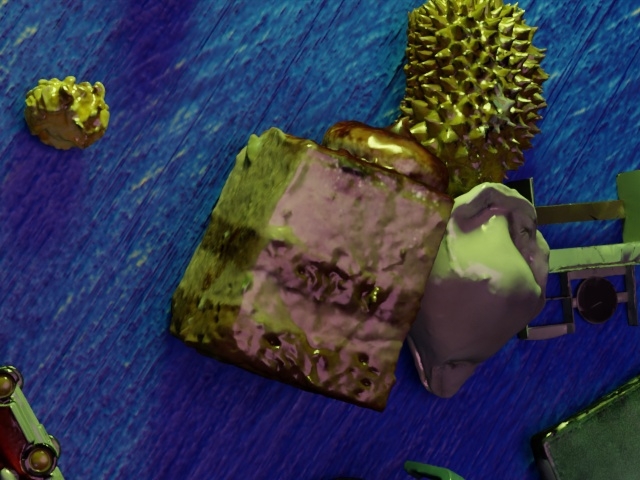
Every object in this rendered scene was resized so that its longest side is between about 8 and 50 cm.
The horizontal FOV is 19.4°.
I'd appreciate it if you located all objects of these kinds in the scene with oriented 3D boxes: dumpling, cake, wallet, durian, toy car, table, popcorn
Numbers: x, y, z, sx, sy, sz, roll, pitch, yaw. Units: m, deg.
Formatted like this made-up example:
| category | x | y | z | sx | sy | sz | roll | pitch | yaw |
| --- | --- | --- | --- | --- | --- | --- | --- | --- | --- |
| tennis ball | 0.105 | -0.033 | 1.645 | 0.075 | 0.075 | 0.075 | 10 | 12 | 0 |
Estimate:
| category | x | y | z | sx | sy | sz | roll | pitch | yaw |
| --- | --- | --- | --- | --- | --- | --- | --- | --- | --- |
| dumpling | 0.162 | 0.046 | 1.932 | 0.162 | 0.132 | 0.250 | -14 | 125 | -32 |
| cake | 0.000 | 0.000 | 1.822 | 0.198 | 0.196 | 0.293 | 22 | 89 | -16 |
| wallet | 0.411 | 0.218 | 2.097 | 0.379 | 0.046 | 0.191 | -28 | 102 | -22 |
| durian | 0.168 | -0.154 | 1.951 | 0.183 | 0.138 | 0.250 | 8 | 81 | -15 |
| toy car | -0.312 | 0.189 | 1.757 | 0.112 | 0.112 | 0.139 | -28 | 91 | -5 |
| table | 0.284 | 0.016 | 2.035 | 0.146 | 0.062 | 0.175 | -5 | 89 | -24 |
| popcorn | -0.244 | -0.124 | 1.795 | 0.082 | 0.083 | 0.057 | 10 | 57 | -2 |

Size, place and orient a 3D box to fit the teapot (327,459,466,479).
| category | x | y | z | sx | sy | sz | roll | pitch | yaw |
| --- | --- | --- | --- | --- | --- | --- | --- | --- | --- |
| teapot | 0.065 | 0.315 | 1.847 | 0.171 | 0.225 | 0.203 | 29 | 79 | -22 |
